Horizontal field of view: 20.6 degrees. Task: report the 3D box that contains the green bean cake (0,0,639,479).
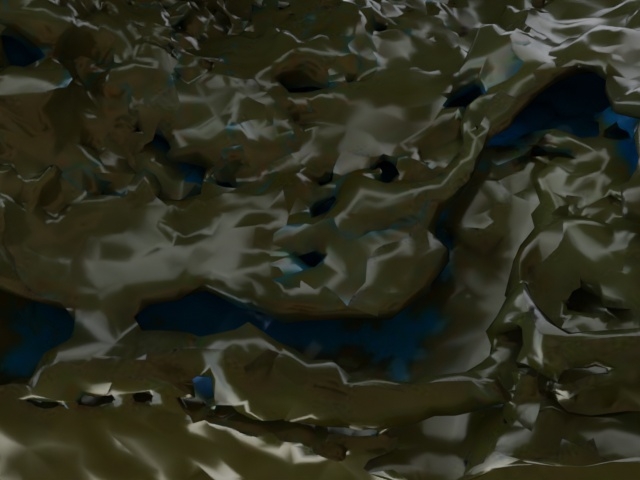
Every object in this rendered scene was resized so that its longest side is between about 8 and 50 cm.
[{"bbox_3d":[0.000,0.000,0.420,0.285,0.310,0.202,59,-149,-36],"label":"green bean cake"}]
